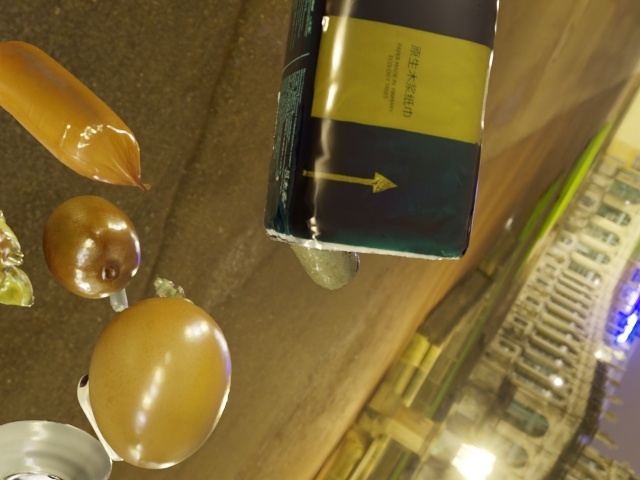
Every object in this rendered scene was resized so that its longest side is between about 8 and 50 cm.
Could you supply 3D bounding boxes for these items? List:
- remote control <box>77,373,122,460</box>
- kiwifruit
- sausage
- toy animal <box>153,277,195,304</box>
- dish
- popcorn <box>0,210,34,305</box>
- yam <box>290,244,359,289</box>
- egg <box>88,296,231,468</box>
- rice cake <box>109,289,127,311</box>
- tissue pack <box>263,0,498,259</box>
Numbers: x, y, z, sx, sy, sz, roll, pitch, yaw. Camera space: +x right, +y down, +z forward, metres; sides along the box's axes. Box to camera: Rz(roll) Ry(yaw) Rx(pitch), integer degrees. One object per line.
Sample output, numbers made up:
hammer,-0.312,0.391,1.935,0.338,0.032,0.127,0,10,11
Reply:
remote control,-0.449,0.374,1.636,0.078,0.042,0.221,-75,153,-57
kiwifruit,-0.461,0.015,1.570,0.196,0.234,0.195,-17,127,-24
sausage,-0.371,-0.180,1.136,0.112,0.328,0.112,-45,163,-18
toy animal,-0.337,0.166,1.936,0.057,0.241,0.099,-47,164,-9
dish,-0.661,0.559,1.839,0.106,0.317,0.316,-91,-167,-49
popcorn,-0.826,0.060,1.801,0.326,0.290,0.321,25,102,-39
yam,0.000,0.000,2.078,0.168,0.168,0.304,-55,151,-18
egg,-0.287,0.250,1.386,0.250,0.250,0.322,103,-10,-46
rice cake,-0.511,0.063,1.881,0.042,0.221,0.080,-14,173,-14
tissue pack,0.074,-0.190,1.044,0.264,0.254,0.416,-173,-92,-77
